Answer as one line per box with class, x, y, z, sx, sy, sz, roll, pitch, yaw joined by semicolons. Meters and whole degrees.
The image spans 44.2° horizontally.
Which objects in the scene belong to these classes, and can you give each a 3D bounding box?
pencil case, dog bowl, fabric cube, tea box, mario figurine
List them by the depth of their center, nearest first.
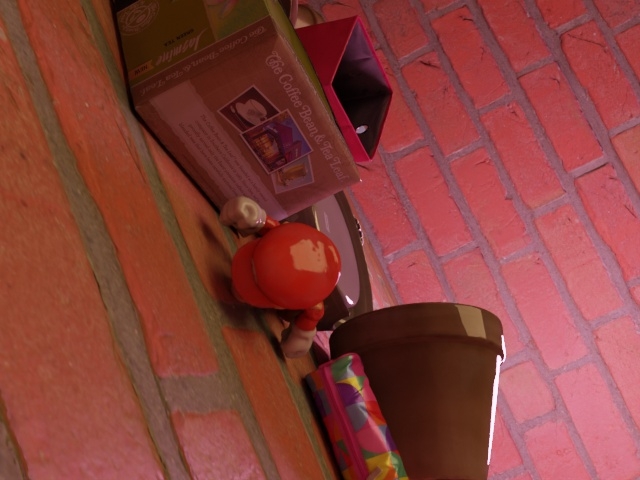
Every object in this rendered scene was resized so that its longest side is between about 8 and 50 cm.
mario figurine;-0.074;0.055;1.122;0.198;0.170;0.320;29;-6;4
pencil case;0.056;0.290;1.189;0.236;0.104;0.104;67;8;25
tea box;-0.127;-0.244;1.195;0.329;0.220;0.324;55;11;-51
dog bowl;-0.003;0.011;1.476;0.349;0.102;0.349;-17;90;-77
fabric cube;-0.006;-0.349;1.907;0.259;0.258;0.254;57;40;-42

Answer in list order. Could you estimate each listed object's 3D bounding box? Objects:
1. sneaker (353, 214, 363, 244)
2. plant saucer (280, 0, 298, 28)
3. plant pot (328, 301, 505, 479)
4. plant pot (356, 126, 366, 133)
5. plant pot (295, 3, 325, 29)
sneaker;0.050;-0.053;2.284;0.110;0.107;0.275;72;-4;-69
plant saucer;-0.144;-0.599;2.091;0.050;0.310;0.311;0;56;-36
plant pot;0.179;0.298;1.396;0.323;0.323;0.280;52;31;-59
plant pot;0.014;-0.357;2.497;0.293;0.235;0.293;62;8;-16
plant pot;-0.148;-0.655;2.453;0.229;0.263;0.263;26;35;-48
